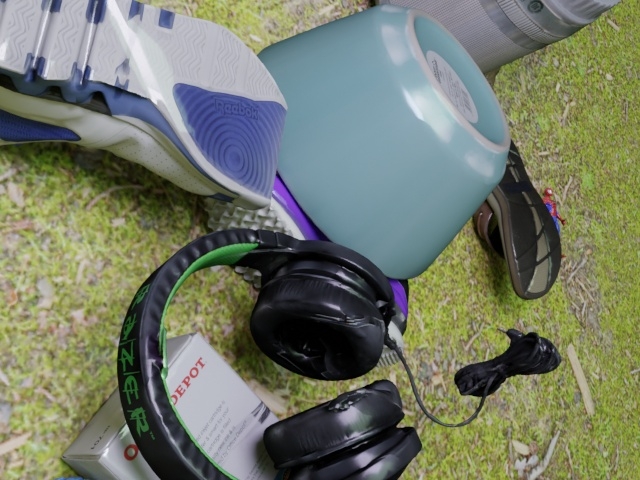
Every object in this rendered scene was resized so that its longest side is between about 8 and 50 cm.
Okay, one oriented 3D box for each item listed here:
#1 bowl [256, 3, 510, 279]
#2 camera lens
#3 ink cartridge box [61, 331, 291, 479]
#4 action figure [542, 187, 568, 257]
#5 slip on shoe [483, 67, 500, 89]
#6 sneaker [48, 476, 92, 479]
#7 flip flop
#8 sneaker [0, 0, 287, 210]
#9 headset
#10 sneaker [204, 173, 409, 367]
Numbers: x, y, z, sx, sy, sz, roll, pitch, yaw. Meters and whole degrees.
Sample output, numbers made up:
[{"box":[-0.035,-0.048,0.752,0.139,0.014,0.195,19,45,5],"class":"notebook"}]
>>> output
[{"box":[0.090,-0.130,0.803,0.311,0.163,0.311,37,35,-32],"class":"bowl"},{"box":[0.224,-0.342,0.964,0.219,0.274,0.219,12,71,-39],"class":"camera lens"},{"box":[-0.108,0.199,0.660,0.191,0.082,0.139,51,51,-18],"class":"ink cartridge box"},{"box":[0.375,-0.029,1.184,0.038,0.030,0.115,1,76,-36],"class":"action figure"},{"box":[0.237,-0.220,1.088,0.041,0.051,0.135,39,54,8],"class":"slip on shoe"},{"box":[-0.231,0.267,0.556,0.078,0.067,0.188,60,44,-40],"class":"sneaker"},{"box":[0.260,-0.043,1.060,0.112,0.080,0.277,-5,67,-37],"class":"flip flop"},{"box":[-0.190,-0.128,0.612,0.315,0.182,0.127,25,69,-39],"class":"sneaker"},{"box":[0.029,0.110,0.642,0.394,0.185,0.243,13,58,-37],"class":"headset"},{"box":[0.000,0.000,0.806,0.293,0.102,0.146,48,45,-26],"class":"sneaker"}]
